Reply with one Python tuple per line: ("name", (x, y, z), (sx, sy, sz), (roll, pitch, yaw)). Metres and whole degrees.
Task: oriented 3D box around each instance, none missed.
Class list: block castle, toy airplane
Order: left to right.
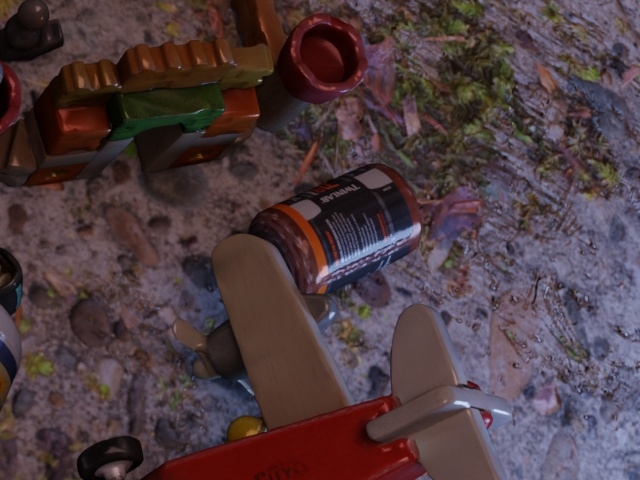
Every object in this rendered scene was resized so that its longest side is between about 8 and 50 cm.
("block castle", (-0.196, -0.237, 1.727), (0.453, 0.213, 0.303), (-10, 77, -30))
("toy airplane", (-0.004, 0.221, 1.629), (0.384, 0.272, 0.386), (21, 74, 16))

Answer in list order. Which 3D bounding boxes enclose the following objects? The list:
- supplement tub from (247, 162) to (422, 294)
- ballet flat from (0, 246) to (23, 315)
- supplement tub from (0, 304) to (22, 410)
("supplement tub", (0.000, 0.000, 1.804), (0.198, 0.106, 0.106), (-25, 85, -32))
("ballet flat", (-0.389, -0.016, 1.617), (0.280, 0.096, 0.095), (26, 61, -16))
("supplement tub", (-0.399, 0.178, 1.465), (0.228, 0.228, 0.316), (27, 63, -16))
